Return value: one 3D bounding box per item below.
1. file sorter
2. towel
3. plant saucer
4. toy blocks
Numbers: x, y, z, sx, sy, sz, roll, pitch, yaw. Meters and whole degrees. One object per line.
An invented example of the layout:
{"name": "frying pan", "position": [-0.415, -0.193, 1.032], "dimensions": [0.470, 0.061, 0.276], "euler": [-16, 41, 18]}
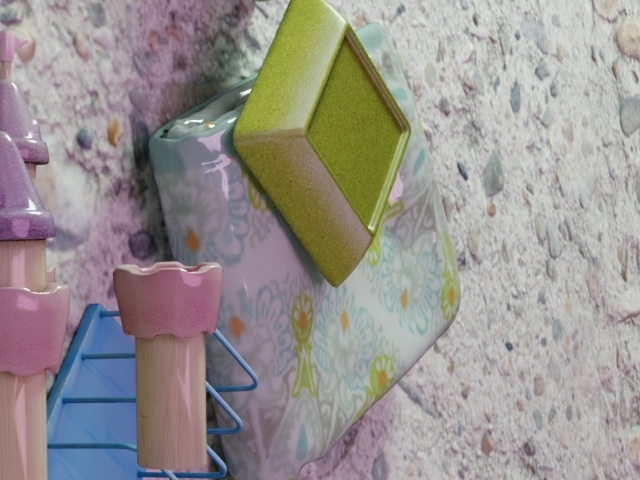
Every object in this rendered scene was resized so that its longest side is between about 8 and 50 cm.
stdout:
{"name": "file sorter", "position": [-0.132, 0.147, 1.252], "dimensions": [0.118, 0.104, 0.170], "euler": [53, 45, -40]}
{"name": "towel", "position": [0.000, 0.000, 1.496], "dimensions": [0.374, 0.090, 0.321], "euler": [-37, 116, -53]}
{"name": "plant saucer", "position": [0.015, -0.089, 1.406], "dimensions": [0.188, 0.045, 0.188], "euler": [55, 42, -38]}
{"name": "toy blocks", "position": [-0.237, 0.008, 0.916], "dimensions": [0.288, 0.308, 0.260], "euler": [-7, 96, -74]}
